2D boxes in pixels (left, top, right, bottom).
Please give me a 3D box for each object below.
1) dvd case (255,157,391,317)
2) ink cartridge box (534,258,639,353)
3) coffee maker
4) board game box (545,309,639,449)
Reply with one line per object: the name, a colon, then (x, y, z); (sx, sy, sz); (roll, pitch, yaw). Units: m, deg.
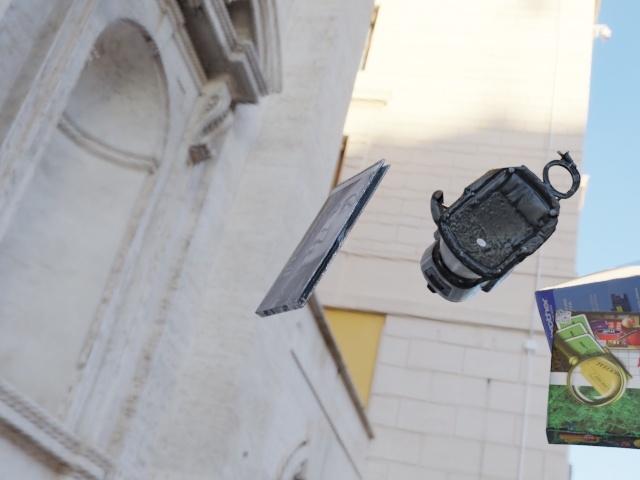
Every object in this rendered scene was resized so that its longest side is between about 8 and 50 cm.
dvd case: (0.000, 0.000, 1.088); (0.018, 0.221, 0.164); (37, -20, -12)
ink cartridge box: (0.521, 0.101, 1.262); (0.270, 0.151, 0.395); (-13, -5, -23)
coffee maker: (0.209, -0.007, 0.989); (0.171, 0.120, 0.178); (-17, -13, -6)
board game box: (0.335, 0.123, 0.735); (0.259, 0.136, 0.030); (-1, -40, 21)
